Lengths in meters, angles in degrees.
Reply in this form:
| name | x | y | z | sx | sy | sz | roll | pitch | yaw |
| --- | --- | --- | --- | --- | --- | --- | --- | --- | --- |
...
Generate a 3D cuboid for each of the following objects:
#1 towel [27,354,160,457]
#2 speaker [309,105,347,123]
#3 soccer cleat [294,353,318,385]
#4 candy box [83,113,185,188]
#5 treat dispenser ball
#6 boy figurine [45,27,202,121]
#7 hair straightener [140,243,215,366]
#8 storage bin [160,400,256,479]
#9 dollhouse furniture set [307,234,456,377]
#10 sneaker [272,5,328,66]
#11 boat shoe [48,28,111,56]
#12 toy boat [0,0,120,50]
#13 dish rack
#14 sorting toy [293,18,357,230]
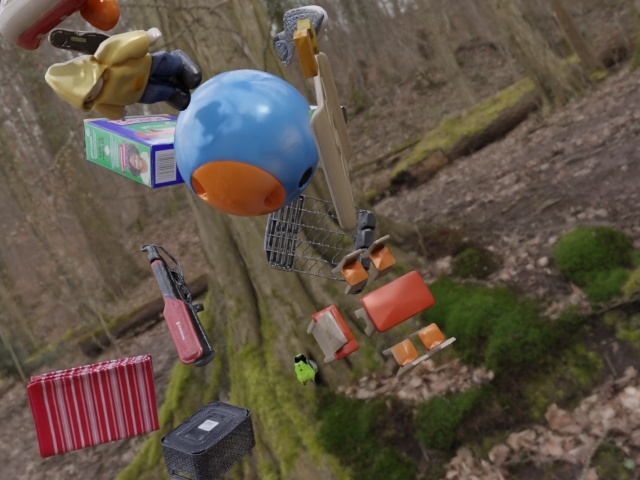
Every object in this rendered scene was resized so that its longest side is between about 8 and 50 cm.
| name | x | y | z | sx | sy | sz | roll | pitch | yaw |
| --- | --- | --- | --- | --- | --- | --- | --- | --- | --- |
| towel | -0.510 | 0.376 | 1.674 | 0.274 | 0.199 | 0.031 | -9 | 16 | -23 |
| speaker | -0.008 | -0.280 | 1.685 | 0.136 | 0.055 | 0.055 | 5 | 9 | 24 |
| soccer cleat | -0.042 | 0.338 | 1.996 | 0.060 | 0.072 | 0.179 | -25 | 1 | 0 |
| candy box | -0.423 | -0.244 | 1.937 | 0.317 | 0.122 | 0.268 | 20 | 25 | 39 |
| treat dispenser ball | -0.143 | -0.191 | 1.455 | 0.288 | 0.288 | 0.288 | -26 | -4 | -2 |
| boy figurine | -0.317 | -0.269 | 1.207 | 0.177 | 0.092 | 0.285 | -54 | -15 | 25 |
| hair straightener | -0.225 | 0.098 | 1.161 | 0.047 | 0.230 | 0.089 | -36 | -25 | 6 |
| storage bin | -0.237 | 0.430 | 1.573 | 0.122 | 0.085 | 0.180 | 6 | 24 | 34 |
| dollhouse furniture set | 0.113 | 0.143 | 1.469 | 0.259 | 0.262 | 0.135 | -25 | -14 | -26 |
| sneaker | -0.039 | -0.591 | 2.065 | 0.129 | 0.111 | 0.297 | -31 | 7 | -19 |
| boat shoe | -0.602 | -0.508 | 1.907 | 0.189 | 0.068 | 0.072 | 11 | 2 | -21 |
| toy boat | -0.364 | -0.357 | 1.079 | 0.231 | 0.151 | 0.151 | -19 | -31 | 37 |
| dish rack | 0.000 | 0.000 | 1.745 | 0.271 | 0.209 | 0.074 | 13 | -15 | -14 |
| sorting toy | 0.002 | -0.195 | 1.136 | 0.041 | 0.307 | 0.229 | -11 | 36 | 9 |
